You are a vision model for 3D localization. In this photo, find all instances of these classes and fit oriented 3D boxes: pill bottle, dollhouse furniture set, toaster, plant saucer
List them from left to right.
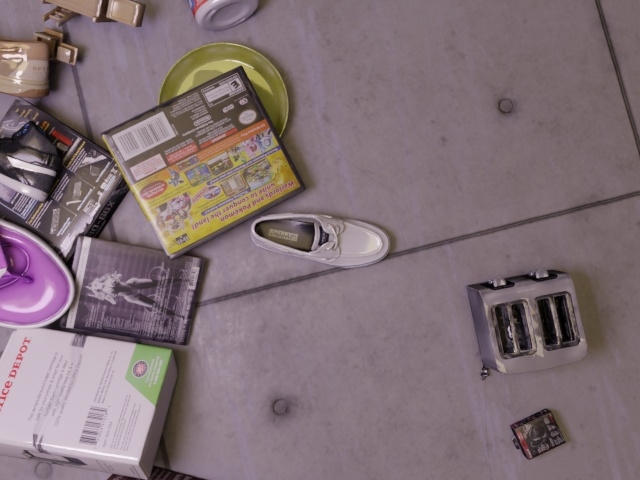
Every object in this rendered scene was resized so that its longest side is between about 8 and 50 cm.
[{"bbox_3d":[-0.418,-0.389,1.192,0.182,0.101,0.160,20,111,1],"label":"dollhouse furniture set"},{"bbox_3d":[-0.208,-0.510,1.166,0.124,0.124,0.221,-24,87,-2],"label":"pill bottle"},{"bbox_3d":[-0.179,-0.245,1.192,0.241,0.037,0.240,0,87,0],"label":"plant saucer"},{"bbox_3d":[0.361,0.149,1.134,0.168,0.110,0.185,-10,87,0],"label":"toaster"}]

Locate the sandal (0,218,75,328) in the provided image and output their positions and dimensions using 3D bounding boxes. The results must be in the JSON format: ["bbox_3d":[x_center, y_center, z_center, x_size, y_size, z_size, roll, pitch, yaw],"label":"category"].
[{"bbox_3d":[-0.603,0.008,1.047,0.416,0.102,0.169,35,84,-4],"label":"sandal"}]

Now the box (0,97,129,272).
[{"bbox_3d":[-0.518,-0.065,1.160,0.242,0.076,0.307,31,87,2],"label":"box"}]

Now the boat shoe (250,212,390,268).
[{"bbox_3d":[0.000,0.000,1.153,0.258,0.084,0.095,2,86,0],"label":"boat shoe"}]

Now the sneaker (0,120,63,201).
[{"bbox_3d":[-0.545,-0.163,1.095,0.217,0.079,0.121,26,83,-6],"label":"sneaker"}]

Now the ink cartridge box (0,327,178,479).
[{"bbox_3d":[-0.403,0.271,1.083,0.273,0.114,0.198,9,56,1],"label":"ink cartridge box"}]

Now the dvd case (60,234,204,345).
[{"bbox_3d":[-0.333,0.091,1.144,0.221,0.018,0.164,11,94,-15],"label":"dvd case"}]

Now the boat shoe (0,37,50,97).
[{"bbox_3d":[-0.648,-0.348,1.141,0.341,0.121,0.110,13,112,-3],"label":"boat shoe"}]

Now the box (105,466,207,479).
[{"bbox_3d":[-0.189,0.499,1.068,0.382,0.191,0.143,15,86,0],"label":"box"}]

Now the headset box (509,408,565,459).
[{"bbox_3d":[0.389,0.352,1.159,0.083,0.032,0.062,-25,86,-1],"label":"headset box"}]

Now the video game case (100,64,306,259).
[{"bbox_3d":[-0.203,-0.137,1.135,0.275,0.035,0.248,-28,95,-8],"label":"video game case"}]
